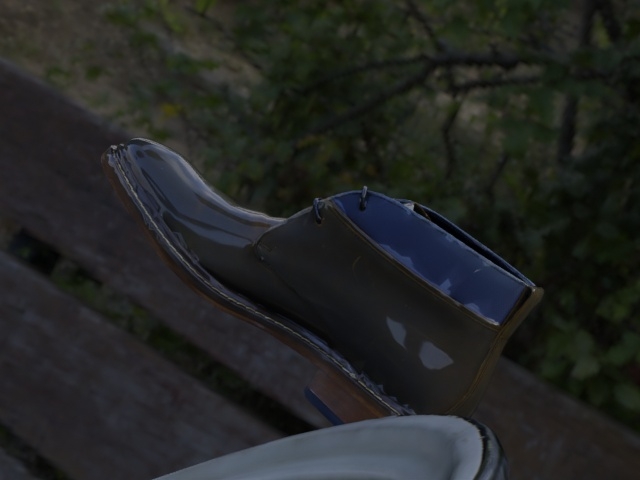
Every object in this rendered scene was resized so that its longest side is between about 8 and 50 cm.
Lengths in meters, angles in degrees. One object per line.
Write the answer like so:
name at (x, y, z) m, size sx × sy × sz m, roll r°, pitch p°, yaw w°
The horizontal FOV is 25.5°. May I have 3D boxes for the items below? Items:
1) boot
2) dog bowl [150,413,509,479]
boot at (0.000, 0.000, 0.668) m, size 0.219 × 0.106 × 0.082 m, roll 43°, pitch 11°, yaw 11°
dog bowl at (-0.105, 0.202, 0.453) m, size 0.150 × 0.408 × 0.408 m, roll 67°, pitch 15°, yaw -1°
